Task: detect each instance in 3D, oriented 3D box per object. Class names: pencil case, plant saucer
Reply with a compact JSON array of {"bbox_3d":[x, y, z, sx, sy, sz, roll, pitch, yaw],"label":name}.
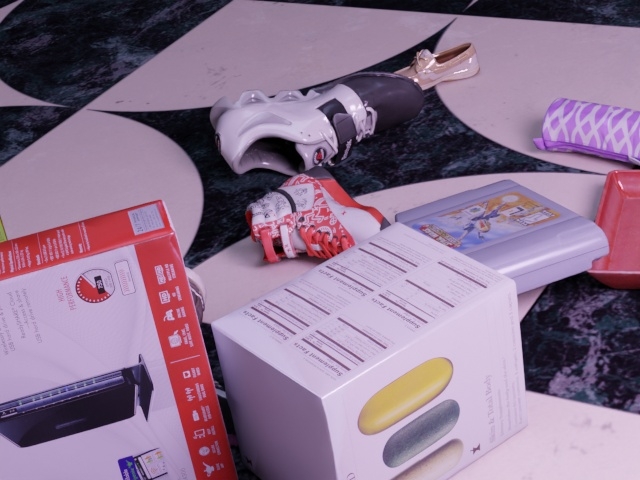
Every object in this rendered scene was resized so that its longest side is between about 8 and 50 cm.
[{"bbox_3d":[0.415,-0.147,2.056,0.206,0.086,0.088,17,67,40],"label":"pencil case"},{"bbox_3d":[0.482,-0.009,1.831,0.259,0.048,0.258,1,32,19],"label":"plant saucer"}]

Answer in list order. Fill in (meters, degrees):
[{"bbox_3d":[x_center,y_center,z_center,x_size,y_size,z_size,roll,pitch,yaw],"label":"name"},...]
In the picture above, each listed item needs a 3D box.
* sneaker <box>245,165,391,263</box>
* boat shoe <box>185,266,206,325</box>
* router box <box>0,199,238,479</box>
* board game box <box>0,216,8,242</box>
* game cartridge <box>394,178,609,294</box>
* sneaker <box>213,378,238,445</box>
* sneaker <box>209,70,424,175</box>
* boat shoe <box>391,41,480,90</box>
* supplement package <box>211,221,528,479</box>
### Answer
[{"bbox_3d":[0.000,0.001,1.927,0.145,0.090,0.270,-29,37,-14],"label":"sneaker"},{"bbox_3d":[-0.309,0.097,1.829,0.324,0.117,0.097,-3,27,1],"label":"boat shoe"},{"bbox_3d":[-0.265,0.154,1.498,0.301,0.336,0.082,-16,31,-8],"label":"router box"},{"bbox_3d":[-0.495,-0.024,2.018,0.092,0.181,0.043,-15,30,-9],"label":"board game box"},{"bbox_3d":[0.214,-0.003,1.844,0.198,0.062,0.297,-14,19,-15],"label":"game cartridge"},{"bbox_3d":[-0.139,0.181,1.680,0.178,0.072,0.077,16,28,28],"label":"sneaker"},{"bbox_3d":[0.006,-0.160,2.188,0.330,0.122,0.146,-11,48,-4],"label":"sneaker"},{"bbox_3d":[0.180,-0.290,2.386,0.170,0.059,0.063,-17,31,-11],"label":"boat shoe"},{"bbox_3d":[0.057,0.146,1.544,0.262,0.199,0.198,-28,35,-28],"label":"supplement package"}]
